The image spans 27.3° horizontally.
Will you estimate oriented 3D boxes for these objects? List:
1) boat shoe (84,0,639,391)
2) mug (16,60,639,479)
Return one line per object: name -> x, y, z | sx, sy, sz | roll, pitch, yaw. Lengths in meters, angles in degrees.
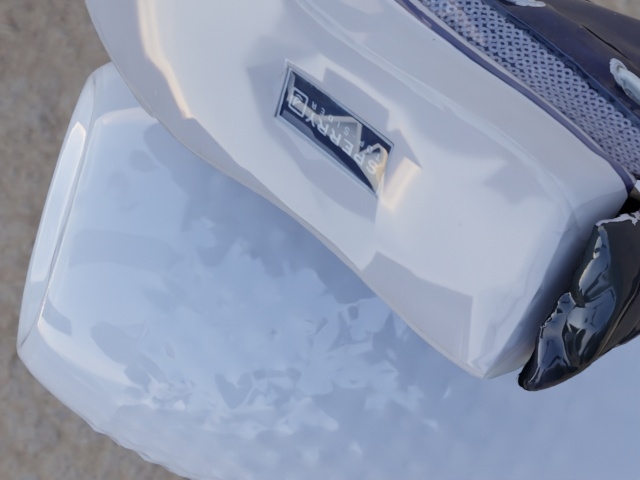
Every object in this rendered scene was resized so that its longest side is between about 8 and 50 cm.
boat shoe -> 0.037, -0.079, 0.563 | 0.340, 0.158, 0.127 | 47, 133, 29
mug -> 0.000, 0.000, 0.806 | 0.328, 0.374, 0.276 | 15, 119, -17
